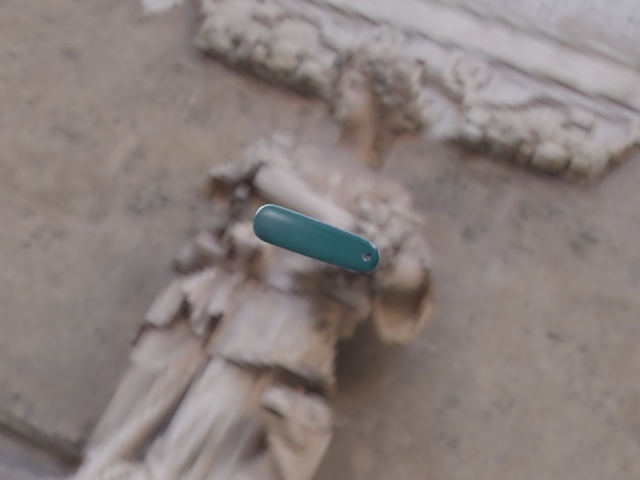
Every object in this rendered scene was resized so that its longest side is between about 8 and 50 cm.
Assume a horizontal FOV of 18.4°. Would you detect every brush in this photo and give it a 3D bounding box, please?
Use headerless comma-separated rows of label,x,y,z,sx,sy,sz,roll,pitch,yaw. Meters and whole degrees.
brush,0.000,0.000,2.178,0.193,0.043,0.032,19,2,40
